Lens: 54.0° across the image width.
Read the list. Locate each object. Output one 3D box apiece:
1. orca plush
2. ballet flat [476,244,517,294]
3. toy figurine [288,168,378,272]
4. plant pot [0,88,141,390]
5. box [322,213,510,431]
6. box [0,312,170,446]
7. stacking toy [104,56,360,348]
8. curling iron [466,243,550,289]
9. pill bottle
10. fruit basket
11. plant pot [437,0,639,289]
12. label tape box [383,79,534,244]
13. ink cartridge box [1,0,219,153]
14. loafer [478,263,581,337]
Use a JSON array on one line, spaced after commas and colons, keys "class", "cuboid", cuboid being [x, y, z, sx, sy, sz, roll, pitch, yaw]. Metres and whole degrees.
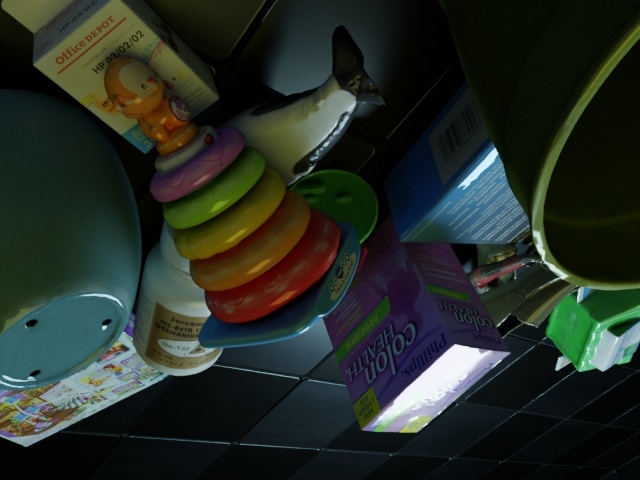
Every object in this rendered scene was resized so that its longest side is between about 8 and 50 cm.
[{"class": "orca plush", "cuboid": [-0.055, -0.133, 0.704, 0.151, 0.102, 0.287, 33, 131, -16]}, {"class": "ballet flat", "cuboid": [0.309, 0.061, 1.090, 0.072, 0.068, 0.213, -23, 140, 2]}, {"class": "toy figurine", "cuboid": [0.000, 0.000, 0.871, 0.173, 0.130, 0.159, -2, 151, 10]}, {"class": "plant pot", "cuboid": [-0.296, 0.029, 0.619, 0.290, 0.195, 0.290, -31, 151, -19]}, {"class": "box", "cuboid": [0.124, 0.126, 0.947, 0.117, 0.243, 0.213, 13, 130, -35]}, {"class": "box", "cuboid": [-0.391, 0.197, 0.940, 0.293, 0.057, 0.201, -27, 140, 6]}, {"class": "stacking toy", "cuboid": [-0.104, -0.050, 0.623, 0.166, 0.175, 0.302, -15, 121, 35]}, {"class": "curling iron", "cuboid": [0.272, 0.061, 1.012, 0.068, 0.035, 0.274, 14, 156, -23]}, {"class": "pill bottle", "cuboid": [-0.171, 0.064, 0.833, 0.131, 0.131, 0.229, 1, 135, -24]}, {"class": "fruit basket", "cuboid": [0.623, 0.104, 1.208, 0.353, 0.165, 0.327, -20, 140, -8]}, {"class": "plant pot", "cuboid": [0.270, -0.209, 0.554, 0.367, 0.353, 0.366, -13, 140, -11]}, {"class": "label tape box", "cuboid": [0.289, -0.093, 0.844, 0.334, 0.106, 0.240, 2, 150, -25]}, {"class": "ink cartridge box", "cuboid": [-0.198, -0.179, 0.606, 0.104, 0.061, 0.181, -34, 138, 13]}, {"class": "loafer", "cuboid": [0.352, 0.100, 1.023, 0.094, 0.087, 0.251, 21, 135, -40]}]
